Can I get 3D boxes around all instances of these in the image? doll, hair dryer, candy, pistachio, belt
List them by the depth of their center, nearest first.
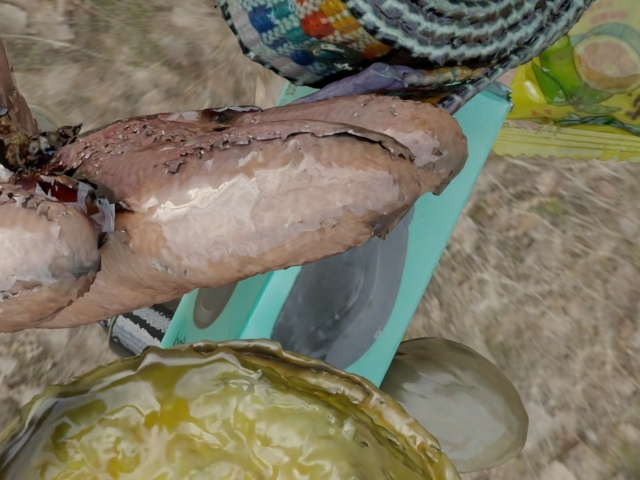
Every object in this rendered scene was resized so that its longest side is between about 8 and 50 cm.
[{"bbox_3d":[-0.101,-0.038,0.646,0.303,0.201,0.156,-12,93,21],"label":"doll"},{"bbox_3d":[0.073,-0.205,1.019,0.295,0.160,0.207,-42,105,-27],"label":"belt"},{"bbox_3d":[0.091,0.132,1.309,0.149,0.113,0.113,22,96,-2],"label":"pistachio"},{"bbox_3d":[-0.169,0.120,1.375,0.195,0.248,0.078,32,124,15],"label":"hair dryer"},{"bbox_3d":[0.275,-0.179,1.594,0.187,0.081,0.297,6,139,-5],"label":"candy"}]

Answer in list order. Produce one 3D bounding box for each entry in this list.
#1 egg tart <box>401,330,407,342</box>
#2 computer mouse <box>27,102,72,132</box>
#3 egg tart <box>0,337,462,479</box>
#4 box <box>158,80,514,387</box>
[{"bbox_3d":[0.043,0.098,1.428,0.052,0.130,0.130,1,97,-14],"label":"egg tart"},{"bbox_3d":[-0.180,-0.018,1.105,0.082,0.236,0.145,-24,86,1],"label":"computer mouse"},{"bbox_3d":[-0.072,0.176,0.857,0.345,0.132,0.345,-1,53,2],"label":"egg tart"},{"bbox_3d":[0.000,0.000,1.250,0.118,0.205,0.311,26,90,-19],"label":"box"}]
